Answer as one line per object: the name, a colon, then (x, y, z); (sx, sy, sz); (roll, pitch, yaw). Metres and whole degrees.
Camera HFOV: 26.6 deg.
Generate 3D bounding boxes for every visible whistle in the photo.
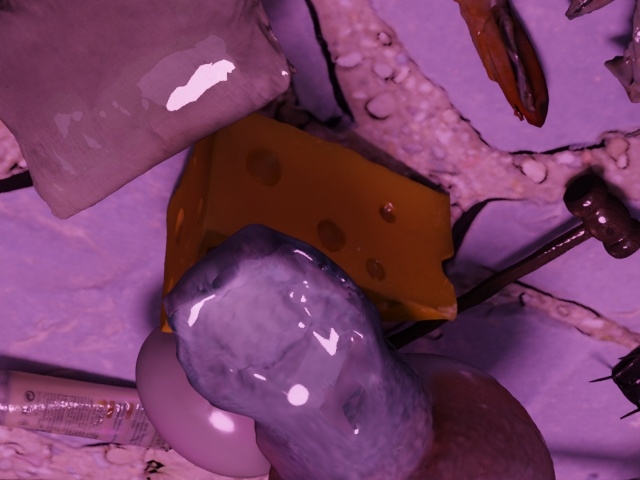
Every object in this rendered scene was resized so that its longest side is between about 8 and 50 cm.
whistle: (0.022, 0.108, 0.799); (0.189, 0.189, 0.348); (-22, 128, 18)

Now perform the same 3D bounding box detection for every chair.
chair: (0.226, 0.098, 0.938); (0.086, 0.042, 0.037); (3, 141, -47)

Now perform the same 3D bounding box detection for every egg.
egg: (-0.062, 0.103, 0.905); (0.103, 0.103, 0.135); (-36, 120, 27)

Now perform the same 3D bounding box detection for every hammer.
hammer: (0.080, 0.049, 0.910); (0.292, 0.029, 0.058); (-33, 118, 27)

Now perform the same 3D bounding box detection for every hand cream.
hand cream: (-0.169, 0.119, 0.972); (0.143, 0.039, 0.061); (11, 122, -18)

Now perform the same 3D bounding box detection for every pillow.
pillow: (-0.109, -0.106, 0.746); (0.181, 0.078, 0.134); (-29, 97, 18)

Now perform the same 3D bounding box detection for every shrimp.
shrimp: (0.161, -0.115, 0.760); (0.173, 0.058, 0.253); (1, 125, 12)

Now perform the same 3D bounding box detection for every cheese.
cheese: (0.000, 0.000, 0.823); (0.171, 0.093, 0.126); (8, 146, -15)
